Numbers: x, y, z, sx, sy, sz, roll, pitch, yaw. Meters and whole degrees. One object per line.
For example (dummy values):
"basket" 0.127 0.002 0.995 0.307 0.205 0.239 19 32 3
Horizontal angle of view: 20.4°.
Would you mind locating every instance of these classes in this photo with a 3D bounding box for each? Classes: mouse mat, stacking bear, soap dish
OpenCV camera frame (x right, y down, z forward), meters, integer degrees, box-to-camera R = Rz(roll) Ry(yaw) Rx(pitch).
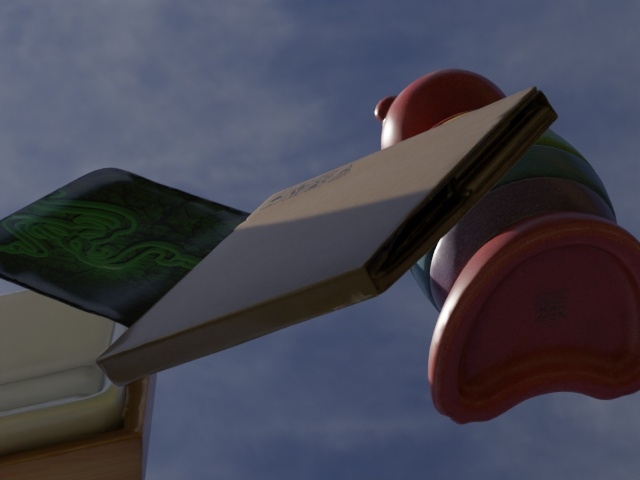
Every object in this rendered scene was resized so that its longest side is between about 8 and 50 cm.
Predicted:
"mouse mat" -0.129 0.001 1.157 0.189 0.007 0.152 17 -145 36
"stacking bear" 0.126 -0.025 1.327 0.175 0.164 0.289 -8 -144 -12
"soap dish" -0.245 0.142 1.495 0.229 0.291 0.118 -13 -68 3

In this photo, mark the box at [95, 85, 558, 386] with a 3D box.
"box" 0.000 0.000 0.859 0.021 0.201 0.164 57 -133 -13
